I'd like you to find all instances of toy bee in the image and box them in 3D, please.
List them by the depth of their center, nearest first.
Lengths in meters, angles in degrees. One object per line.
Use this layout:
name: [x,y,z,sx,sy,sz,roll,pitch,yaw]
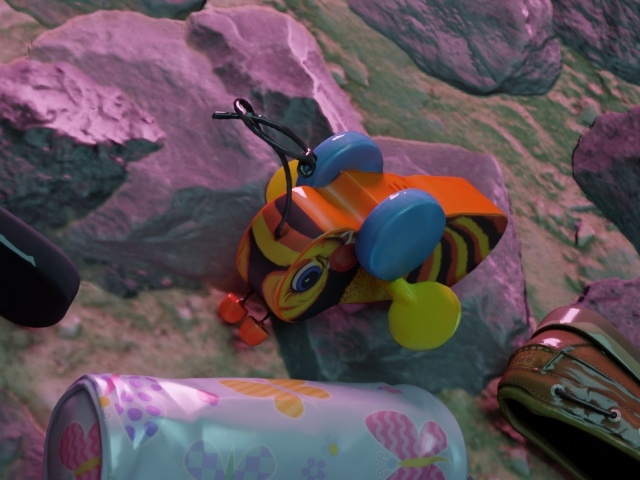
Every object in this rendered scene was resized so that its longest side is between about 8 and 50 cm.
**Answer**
toy bee: [0.000,0.000,1.043,0.298,0.162,0.195,25,19,-32]

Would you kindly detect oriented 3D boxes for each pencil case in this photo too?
pencil case: [-0.041,0.150,0.927,0.273,0.124,0.113,7,15,-29]

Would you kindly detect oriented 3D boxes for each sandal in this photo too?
sandal: [-0.268,-0.020,0.901,0.254,0.097,0.054,33,50,-11]

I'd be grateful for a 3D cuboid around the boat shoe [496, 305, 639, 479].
boat shoe: [0.263,0.189,1.100,0.307,0.111,0.104,39,52,8]
